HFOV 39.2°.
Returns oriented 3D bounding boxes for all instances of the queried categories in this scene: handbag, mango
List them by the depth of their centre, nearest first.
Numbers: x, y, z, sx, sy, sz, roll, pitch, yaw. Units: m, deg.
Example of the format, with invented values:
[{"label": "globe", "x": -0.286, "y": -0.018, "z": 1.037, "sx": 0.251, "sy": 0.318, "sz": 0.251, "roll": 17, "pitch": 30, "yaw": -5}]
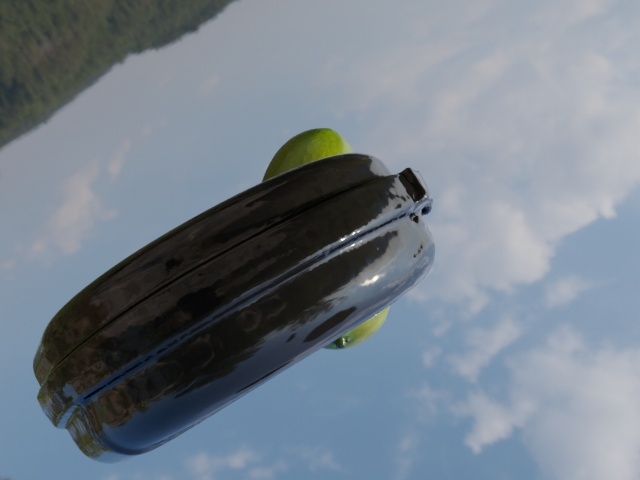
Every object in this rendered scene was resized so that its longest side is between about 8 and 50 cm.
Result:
[{"label": "handbag", "x": -0.052, "y": 0.046, "z": 0.565, "sx": 0.253, "sy": 0.093, "sz": 0.308, "roll": -27, "pitch": 175, "yaw": -26}, {"label": "mango", "x": -0.004, "y": 0.006, "z": 1.117, "sx": 0.149, "sy": 0.273, "sz": 0.185, "roll": -6, "pitch": -162, "yaw": 40}]
